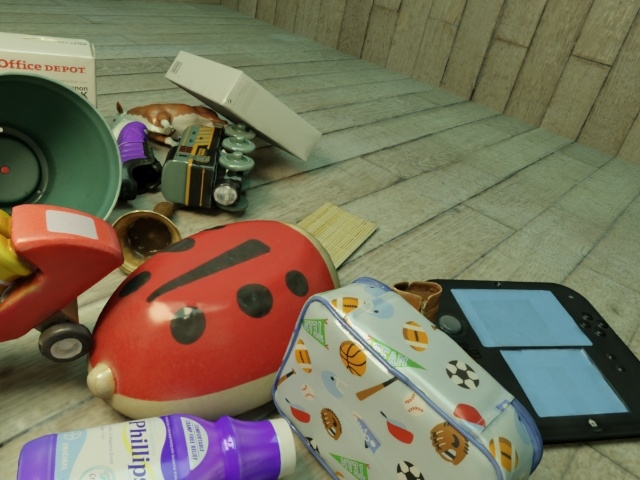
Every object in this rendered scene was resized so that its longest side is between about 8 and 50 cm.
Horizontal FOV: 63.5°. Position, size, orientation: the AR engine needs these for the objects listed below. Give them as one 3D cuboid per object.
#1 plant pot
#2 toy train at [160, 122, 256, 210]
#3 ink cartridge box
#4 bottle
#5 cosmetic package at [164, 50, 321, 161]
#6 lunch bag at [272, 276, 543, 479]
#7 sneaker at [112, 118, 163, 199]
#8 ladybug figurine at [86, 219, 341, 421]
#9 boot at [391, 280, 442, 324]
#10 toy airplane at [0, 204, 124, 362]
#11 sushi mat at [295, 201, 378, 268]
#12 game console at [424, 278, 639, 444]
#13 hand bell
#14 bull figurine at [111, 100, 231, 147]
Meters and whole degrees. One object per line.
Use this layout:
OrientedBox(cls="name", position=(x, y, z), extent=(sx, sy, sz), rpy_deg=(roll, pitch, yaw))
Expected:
OrientedBox(cls="plant pot", position=(-0.530, -0.125, 0.901), extent=(0.196, 0.294, 0.293), rpy_deg=(3, 18, 44))
OrientedBox(cls="toy train", position=(-0.250, -0.182, 1.186), extent=(0.190, 0.142, 0.334), rpy_deg=(8, 31, -11))
OrientedBox(cls="ink cartridge box", position=(-0.579, -0.280, 1.096), extent=(0.196, 0.273, 0.114), rpy_deg=(-4, 35, -26))
OrientedBox(cls="bottle", position=(-0.168, 0.251, 0.564), extent=(0.282, 0.092, 0.118), rpy_deg=(-2, 33, -23))
OrientedBox(cls="cosmetic package", position=(-0.210, -0.359, 1.367), extent=(0.284, 0.098, 0.377), rpy_deg=(32, 2, -44))
OrientedBox(cls="lunch bag", position=(0.074, 0.203, 0.600), extent=(0.114, 0.243, 0.303), rpy_deg=(-17, 47, -41))
OrientedBox(cls="sneaker", position=(-0.416, -0.172, 1.165), extent=(0.146, 0.102, 0.294), rpy_deg=(14, 35, -6))
OrientedBox(cls="ladybug figurine", position=(-0.134, 0.090, 0.772), extent=(0.305, 0.162, 0.449), rpy_deg=(28, 34, 23))
OrientedBox(cls="boot", position=(0.094, 0.136, 0.792), extent=(0.197, 0.153, 0.073), rpy_deg=(-10, 38, -33))
OrientedBox(cls="toy airplane", position=(-0.470, 0.051, 0.549), extent=(0.385, 0.273, 0.385), rpy_deg=(16, 45, 15))
OrientedBox(cls="sushi mat", position=(0.000, 0.000, 1.109), extent=(0.151, 0.019, 0.316), rpy_deg=(25, 33, 17))
OrientedBox(cls="game console", position=(0.374, 0.192, 0.900), extent=(0.385, 0.060, 0.342), rpy_deg=(2, 32, -16))
OrientedBox(cls="hand bell", position=(-0.311, -0.034, 0.988), extent=(0.126, 0.126, 0.242), rpy_deg=(7, 20, -10))
OrientedBox(cls="bull figurine", position=(-0.392, -0.305, 1.379), extent=(0.310, 0.101, 0.188), rpy_deg=(-16, 44, -38))
